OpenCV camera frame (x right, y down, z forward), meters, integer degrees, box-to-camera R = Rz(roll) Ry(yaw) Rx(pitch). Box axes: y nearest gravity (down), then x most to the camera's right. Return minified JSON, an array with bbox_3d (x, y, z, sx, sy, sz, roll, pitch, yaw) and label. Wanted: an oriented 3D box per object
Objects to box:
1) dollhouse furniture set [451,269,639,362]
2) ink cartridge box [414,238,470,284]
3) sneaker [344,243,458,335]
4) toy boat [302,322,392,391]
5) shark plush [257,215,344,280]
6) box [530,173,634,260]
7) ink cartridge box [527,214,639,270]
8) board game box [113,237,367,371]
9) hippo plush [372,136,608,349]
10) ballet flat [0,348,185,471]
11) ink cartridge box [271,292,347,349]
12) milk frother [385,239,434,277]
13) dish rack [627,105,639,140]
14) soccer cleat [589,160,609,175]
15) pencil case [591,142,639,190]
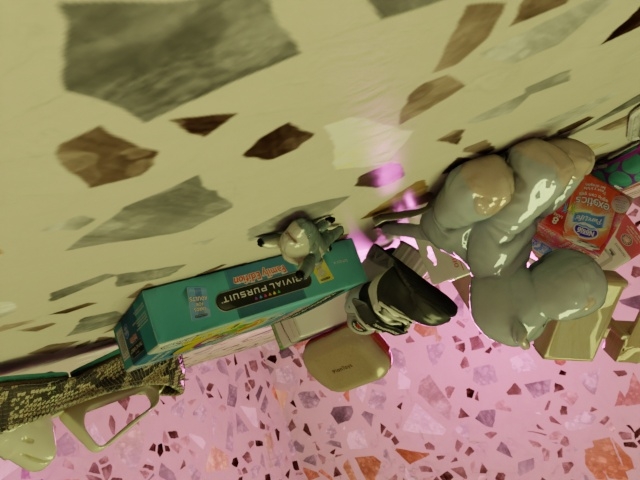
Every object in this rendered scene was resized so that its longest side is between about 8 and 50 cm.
[{"bbox_3d":[0.462,0.071,1.152,0.304,0.173,0.355,5,-155,-10],"label":"dollhouse furniture set"},{"bbox_3d":[0.287,0.005,1.079,0.198,0.115,0.067,-20,170,2],"label":"ink cartridge box"},{"bbox_3d":[0.112,0.106,0.905,0.146,0.122,0.330,-53,-172,2],"label":"sneaker"},{"bbox_3d":[0.070,0.254,1.325,0.231,0.151,0.151,-30,-166,38],"label":"toy boat"},{"bbox_3d":[0.000,0.000,0.682,0.161,0.073,0.067,4,124,-56],"label":"shark plush"},{"bbox_3d":[0.471,-0.033,1.087,0.128,0.123,0.257,-58,171,-4],"label":"box"},{"bbox_3d":[0.664,0.017,1.468,0.283,0.207,0.117,-31,168,-5],"label":"ink cartridge box"},{"bbox_3d":[-0.131,0.105,0.890,0.336,0.079,0.254,-14,168,-32],"label":"board game box"},{"bbox_3d":[0.244,0.021,0.730,0.294,0.236,0.234,-22,170,10],"label":"hippo plush"},{"bbox_3d":[-0.428,0.284,0.967,0.164,0.181,0.483,-27,168,36],"label":"ballet flat"},{"bbox_3d":[-0.007,0.173,1.379,0.199,0.114,0.273,-17,169,-17],"label":"ink cartridge box"},{"bbox_3d":[0.125,0.055,1.108,0.134,0.129,0.143,-54,137,-5],"label":"milk frother"},{"bbox_3d":[0.593,-0.200,0.735,0.333,0.072,0.286,-26,167,25],"label":"dish rack"},{"bbox_3d":[0.577,-0.129,1.123,0.072,0.060,0.179,-26,179,-24],"label":"soccer cleat"},{"bbox_3d":[0.557,-0.138,0.994,0.070,0.064,0.152,23,154,-14],"label":"pencil case"}]
